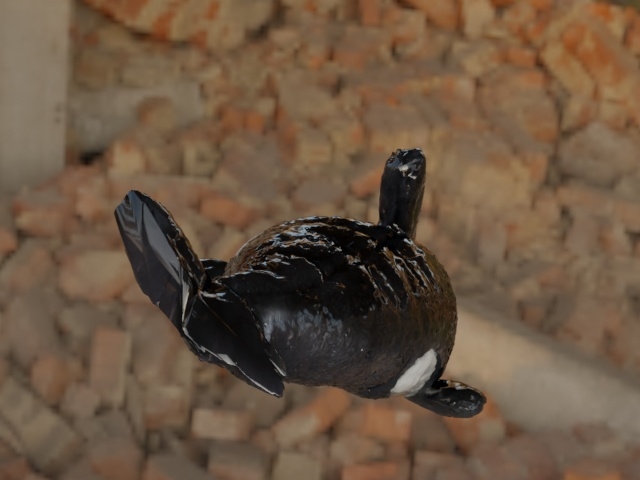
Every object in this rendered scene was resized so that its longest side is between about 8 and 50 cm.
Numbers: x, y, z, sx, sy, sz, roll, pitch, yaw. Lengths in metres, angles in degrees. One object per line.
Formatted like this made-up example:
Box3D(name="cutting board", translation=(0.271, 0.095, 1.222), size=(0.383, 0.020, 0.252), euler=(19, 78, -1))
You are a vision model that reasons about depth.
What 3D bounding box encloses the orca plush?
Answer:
Box3D(name="orca plush", translation=(0.000, 0.000, 0.708), size=(0.151, 0.102, 0.287), euler=(23, 2, 26))
